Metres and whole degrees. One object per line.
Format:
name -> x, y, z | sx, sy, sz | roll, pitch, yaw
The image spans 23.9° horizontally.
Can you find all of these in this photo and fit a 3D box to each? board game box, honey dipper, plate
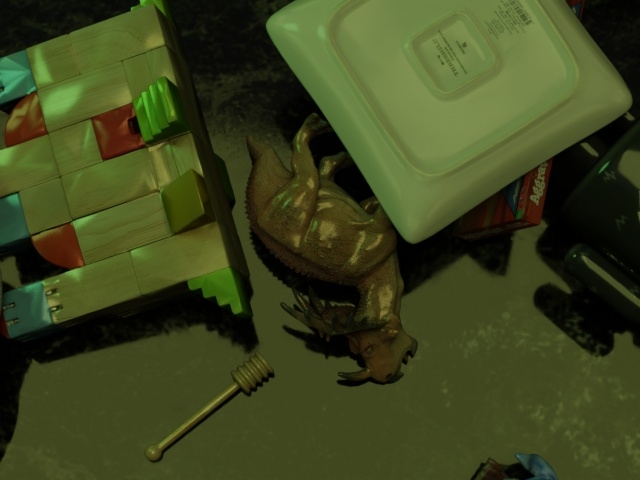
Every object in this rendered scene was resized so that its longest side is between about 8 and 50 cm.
board game box -> 0.211, -0.143, 1.600 | 0.027, 0.145, 0.281 | 18, 76, -20
honey dipper -> -0.120, 0.176, 1.584 | 0.161, 0.030, 0.030 | -38, 80, -4
plate -> 0.130, -0.182, 1.502 | 0.278, 0.045, 0.277 | -32, 81, -7

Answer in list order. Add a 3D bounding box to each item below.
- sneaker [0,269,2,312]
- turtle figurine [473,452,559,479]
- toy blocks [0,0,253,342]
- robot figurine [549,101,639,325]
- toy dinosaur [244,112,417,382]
sneaker -> -0.425, 0.132, 1.552 | 0.180, 0.125, 0.321 | 20, 102, 37
turtle figurine -> 0.148, 0.350, 1.461 | 0.266, 0.198, 0.274 | -14, 74, 0
toy blocks -> -0.244, -0.062, 1.576 | 0.261, 0.191, 0.381 | -18, 79, 7
robot figurine -> 0.361, -0.031, 1.557 | 0.278, 0.173, 0.209 | 44, 109, 9
toy dinosaur -> 0.000, 0.000, 1.580 | 0.296, 0.127, 0.200 | 37, 86, 13
